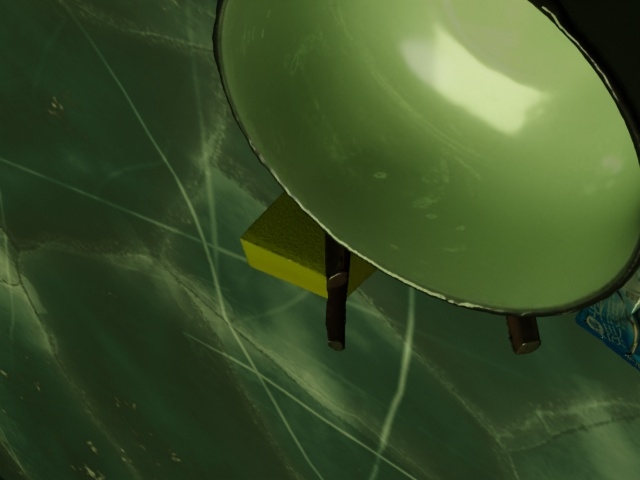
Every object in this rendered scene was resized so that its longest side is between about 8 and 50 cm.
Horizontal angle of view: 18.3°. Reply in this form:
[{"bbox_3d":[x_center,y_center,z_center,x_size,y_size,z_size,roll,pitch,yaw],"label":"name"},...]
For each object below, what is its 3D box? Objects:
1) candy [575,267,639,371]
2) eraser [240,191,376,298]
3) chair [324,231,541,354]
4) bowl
[{"bbox_3d":[0.253,0.049,1.690,0.088,0.038,0.136,43,150,36],"label":"candy"},{"bbox_3d":[0.000,0.000,1.913,0.122,0.097,0.045,23,146,35],"label":"eraser"},{"bbox_3d":[0.075,-0.076,1.678,0.175,0.183,0.326,90,174,-56],"label":"chair"},{"bbox_3d":[0.117,-0.134,1.422,0.354,0.185,0.354,25,145,19],"label":"bowl"}]
